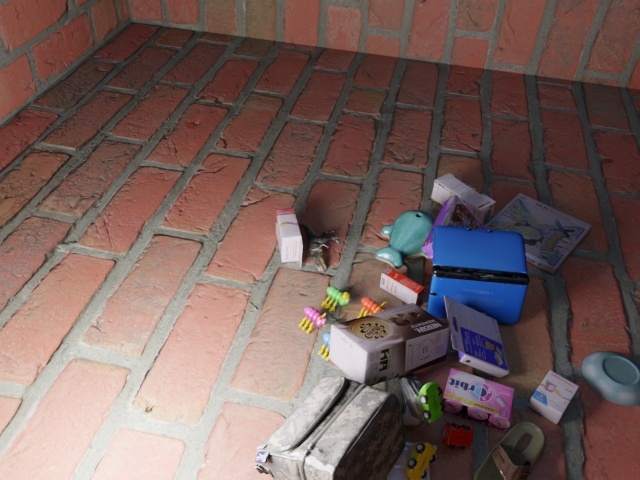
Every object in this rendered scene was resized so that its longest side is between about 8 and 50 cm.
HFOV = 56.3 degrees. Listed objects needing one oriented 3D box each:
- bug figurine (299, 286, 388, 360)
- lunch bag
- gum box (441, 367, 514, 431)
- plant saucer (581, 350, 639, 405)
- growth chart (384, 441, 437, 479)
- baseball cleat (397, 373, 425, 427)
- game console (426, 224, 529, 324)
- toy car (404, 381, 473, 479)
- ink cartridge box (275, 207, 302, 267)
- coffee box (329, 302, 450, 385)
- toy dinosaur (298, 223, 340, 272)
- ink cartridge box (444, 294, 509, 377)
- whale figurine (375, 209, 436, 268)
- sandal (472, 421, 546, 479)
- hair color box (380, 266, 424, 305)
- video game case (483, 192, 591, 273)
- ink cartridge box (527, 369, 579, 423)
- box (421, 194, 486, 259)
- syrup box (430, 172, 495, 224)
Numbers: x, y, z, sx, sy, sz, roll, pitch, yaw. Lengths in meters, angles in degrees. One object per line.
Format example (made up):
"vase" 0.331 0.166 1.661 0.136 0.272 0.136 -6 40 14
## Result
"bug figurine" 0.066 0.234 1.827 0.216 0.072 0.279 29 48 27
"lunch bag" 0.022 0.483 1.443 0.256 0.212 0.305 10 38 39
"gum box" 0.431 0.434 1.626 0.189 0.062 0.107 16 43 14
"plant saucer" 0.864 0.386 1.731 0.195 0.037 0.195 2 41 -2
"growth chart" 0.195 0.590 1.463 0.172 0.021 0.237 9 41 7
"baseball cleat" 0.239 0.431 1.612 0.072 0.109 0.206 18 10 -8
"game console" 0.490 0.109 1.892 0.293 0.250 0.173 5 27 3
"toy car" 0.276 0.451 1.480 0.239 0.224 0.053 -19 15 -35
"ink cartridge box" -0.109 -0.007 2.059 0.067 0.115 0.198 -5 41 -11
"coffee box" 0.195 0.287 1.673 0.297 0.118 0.168 -10 25 -30
"toy dinosaur" 0.000 0.000 2.104 0.118 0.064 0.268 -14 40 -9
"ink cartridge box" 0.445 0.281 1.754 0.208 0.045 0.206 26 38 -19
"whale figurine" 0.304 -0.011 2.068 0.216 0.141 0.272 30 44 27
"sandal" 0.469 0.549 1.478 0.120 0.086 0.303 26 46 24
"hair color box" 0.263 0.151 1.935 0.141 0.072 0.043 31 49 27
"video game case" 0.796 -0.036 2.214 0.300 0.036 0.329 31 48 28
"ink cartridge box" 0.644 0.431 1.653 0.089 0.052 0.122 30 46 28
"box" 0.471 0.002 2.050 0.201 0.057 0.293 47 45 -10
"syrup box" 0.544 -0.155 2.290 0.096 0.093 0.237 -26 49 -30
